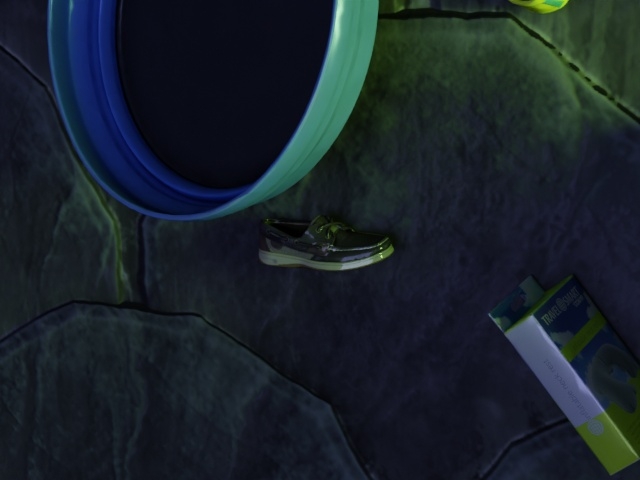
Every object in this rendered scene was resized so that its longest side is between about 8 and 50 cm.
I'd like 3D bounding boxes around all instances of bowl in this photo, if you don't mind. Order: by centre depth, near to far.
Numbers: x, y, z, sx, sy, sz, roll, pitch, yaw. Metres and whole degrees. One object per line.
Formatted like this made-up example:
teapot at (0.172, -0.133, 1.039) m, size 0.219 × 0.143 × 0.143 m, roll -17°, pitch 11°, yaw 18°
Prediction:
bowl at (-0.107, -0.212, 1.208) m, size 0.391 × 0.077 × 0.391 m, roll 0°, pitch 91°, yaw 41°

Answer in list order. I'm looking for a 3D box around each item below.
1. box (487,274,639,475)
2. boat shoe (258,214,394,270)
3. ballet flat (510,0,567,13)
box at (0.238, 0.111, 1.173) m, size 0.042 × 0.109 × 0.178 m, roll -39°, pitch 86°, yaw 35°
boat shoe at (0.000, 0.000, 1.296) m, size 0.152 × 0.056 × 0.049 m, roll -1°, pitch 110°, yaw 29°
ballet flat at (0.127, -0.284, 1.125) m, size 0.231 × 0.077 × 0.077 m, roll 46°, pitch 122°, yaw 8°
